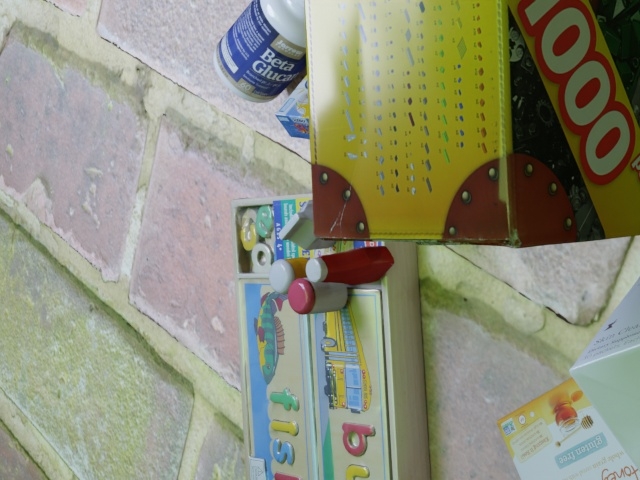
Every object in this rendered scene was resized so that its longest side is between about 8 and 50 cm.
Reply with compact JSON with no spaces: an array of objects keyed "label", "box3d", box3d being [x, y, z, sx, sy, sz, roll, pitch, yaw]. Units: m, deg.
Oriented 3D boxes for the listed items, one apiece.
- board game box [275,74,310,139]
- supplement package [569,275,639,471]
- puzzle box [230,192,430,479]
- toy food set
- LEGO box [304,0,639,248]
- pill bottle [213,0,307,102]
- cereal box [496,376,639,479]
[{"label":"board game box","box3d":[0.062,-0.178,1.208,0.136,0.035,0.201,12,58,48]},{"label":"supplement package","box3d":[0.353,0.096,0.858,0.262,0.145,0.204,-30,97,46]},{"label":"puzzle box","box3d":[0.007,0.148,1.391,0.272,0.052,0.409,-3,91,49]},{"label":"toy food set","box3d":[0.000,0.000,1.264,0.232,0.104,0.111,-48,59,40]},{"label":"LEGO box","box3d":[0.182,-0.253,0.903,0.193,0.372,0.500,1,95,49]},{"label":"pill bottle","box3d":[-0.042,-0.237,1.376,0.169,0.094,0.094,-42,62,43]},{"label":"cereal box","box3d":[0.271,0.237,1.093,0.173,0.047,0.240,-42,63,43]}]
